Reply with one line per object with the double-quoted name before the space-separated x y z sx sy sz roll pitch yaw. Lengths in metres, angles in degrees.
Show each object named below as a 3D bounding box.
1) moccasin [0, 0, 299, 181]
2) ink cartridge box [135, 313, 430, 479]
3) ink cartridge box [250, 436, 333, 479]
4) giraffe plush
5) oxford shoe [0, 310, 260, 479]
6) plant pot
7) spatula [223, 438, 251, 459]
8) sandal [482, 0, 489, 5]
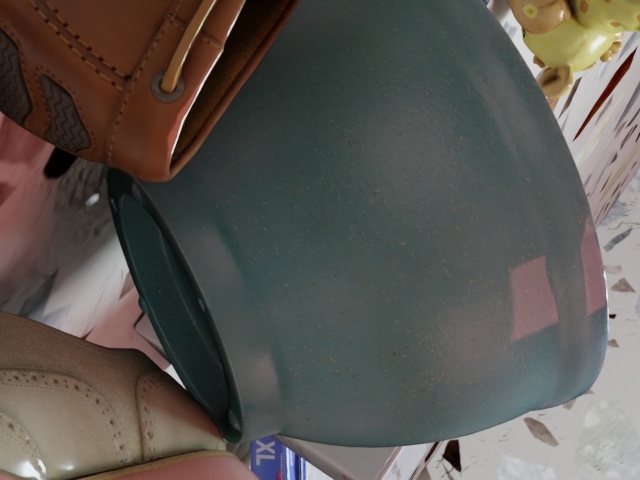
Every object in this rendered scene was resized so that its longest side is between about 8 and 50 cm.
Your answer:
"moccasin" 0.005 -0.172 0.766 0.380 0.147 0.139 -48 164 -35
"ink cartridge box" -0.017 0.100 1.190 0.086 0.203 0.148 -55 167 -10
"ink cartridge box" -0.006 0.191 1.586 0.311 0.065 0.185 -15 105 -74
"giraffe plush" 0.253 -0.233 1.550 0.170 0.210 0.181 -32 -174 33
"oxford shoe" -0.189 0.109 0.793 0.140 0.146 0.397 -43 154 18
"plant pot" 0.000 0.000 0.946 0.196 0.293 0.293 -25 156 -16
"spatula" -0.124 0.255 1.570 0.242 0.019 0.168 -64 166 24
"sandal" 0.198 -0.269 1.330 0.445 0.107 0.167 -52 166 -24
